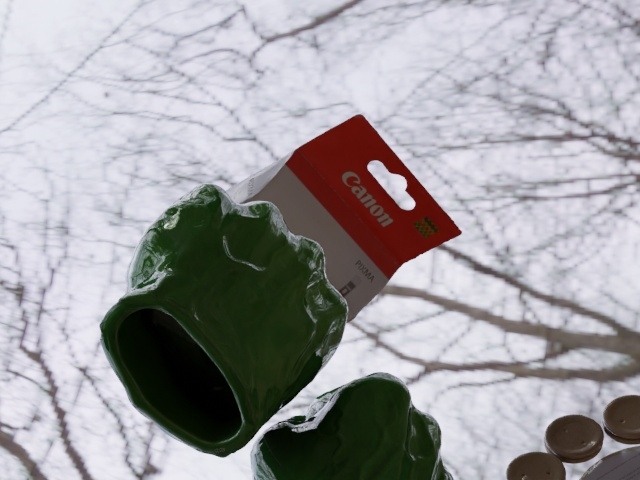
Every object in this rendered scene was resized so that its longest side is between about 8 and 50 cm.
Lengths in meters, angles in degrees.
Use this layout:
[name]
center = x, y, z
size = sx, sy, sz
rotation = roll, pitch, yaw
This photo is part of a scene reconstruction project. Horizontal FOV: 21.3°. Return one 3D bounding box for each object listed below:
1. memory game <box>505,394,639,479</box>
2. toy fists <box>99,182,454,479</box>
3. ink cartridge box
[memory game]
center = 0.195, 0.157, 0.987
size = 0.186, 0.186, 0.012
rotation = -29, -48, -22
[toy fists]
center = -0.015, 0.099, 0.968
size = 0.279, 0.096, 0.142
rotation = 55, -143, -13
[ink cartridge box]
center = 0.000, 0.000, 1.340
size = 0.145, 0.179, 0.045
rotation = 48, -151, -27
